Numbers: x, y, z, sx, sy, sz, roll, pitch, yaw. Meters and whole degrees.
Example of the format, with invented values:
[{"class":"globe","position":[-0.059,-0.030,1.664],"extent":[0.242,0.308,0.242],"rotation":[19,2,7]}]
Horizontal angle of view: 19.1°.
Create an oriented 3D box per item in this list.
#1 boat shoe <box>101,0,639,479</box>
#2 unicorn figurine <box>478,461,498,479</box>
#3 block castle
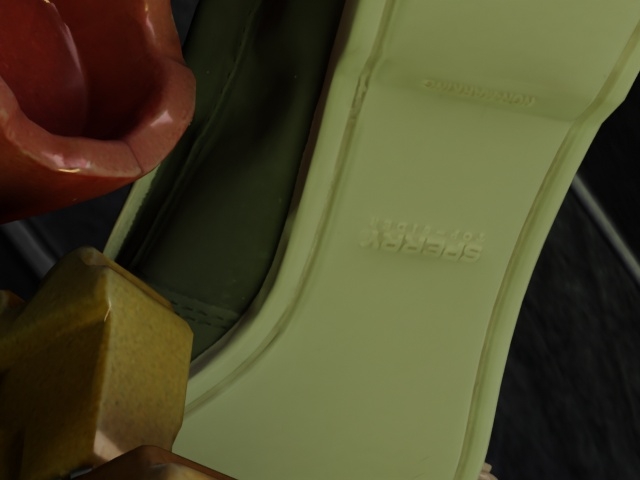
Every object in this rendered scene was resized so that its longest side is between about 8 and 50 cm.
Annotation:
[{"class":"boat shoe","position":[0.000,0.000,0.522],"extent":[0.112,0.335,0.095],"rotation":[15,29,-23]},{"class":"unicorn figurine","position":[0.002,0.094,0.655],"extent":[0.111,0.060,0.162],"rotation":[46,18,8]},{"class":"block castle","position":[-0.168,0.073,0.316],"extent":[0.303,0.213,0.453],"rotation":[32,45,-37]}]
